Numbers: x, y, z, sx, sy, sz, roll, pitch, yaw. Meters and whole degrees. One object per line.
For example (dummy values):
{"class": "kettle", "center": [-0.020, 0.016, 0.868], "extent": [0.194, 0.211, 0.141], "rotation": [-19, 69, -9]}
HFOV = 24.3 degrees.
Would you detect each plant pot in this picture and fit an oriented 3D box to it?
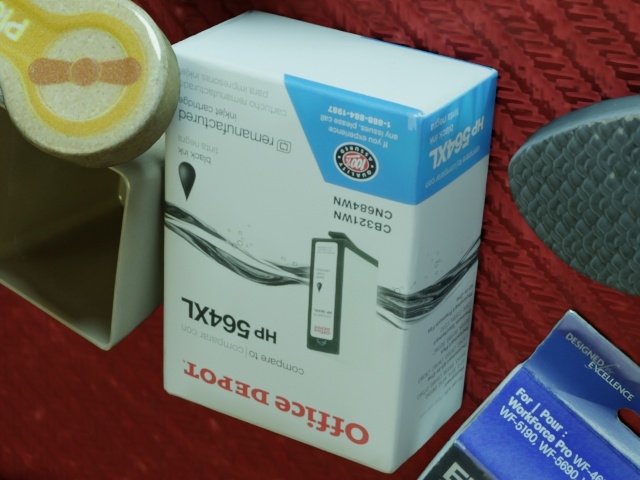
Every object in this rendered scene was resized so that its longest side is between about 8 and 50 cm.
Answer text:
{"class": "plant pot", "center": [-0.116, -0.023, 0.823], "extent": [0.109, 0.096, 0.109], "rotation": [29, 124, 28]}

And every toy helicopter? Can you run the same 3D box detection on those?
{"class": "toy helicopter", "center": [-0.228, -0.136, 0.742], "extent": [0.355, 0.140, 0.235], "rotation": [34, 85, 16]}

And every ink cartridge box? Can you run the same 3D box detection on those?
{"class": "ink cartridge box", "center": [0.099, 0.205, 0.822], "extent": [0.165, 0.065, 0.332], "rotation": [40, 127, 11]}
{"class": "ink cartridge box", "center": [0.000, 0.000, 0.771], "extent": [0.148, 0.086, 0.203], "rotation": [17, 119, 26]}

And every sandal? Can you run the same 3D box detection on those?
{"class": "sandal", "center": [0.210, -0.031, 0.651], "extent": [0.255, 0.054, 0.097], "rotation": [-6, 116, 24]}

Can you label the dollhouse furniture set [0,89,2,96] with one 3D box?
{"class": "dollhouse furniture set", "center": [-0.279, -0.064, 0.908], "extent": [0.182, 0.101, 0.160], "rotation": [9, 116, 29]}
